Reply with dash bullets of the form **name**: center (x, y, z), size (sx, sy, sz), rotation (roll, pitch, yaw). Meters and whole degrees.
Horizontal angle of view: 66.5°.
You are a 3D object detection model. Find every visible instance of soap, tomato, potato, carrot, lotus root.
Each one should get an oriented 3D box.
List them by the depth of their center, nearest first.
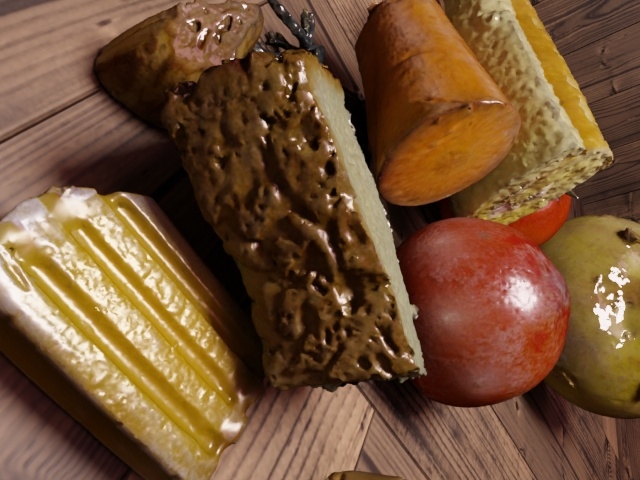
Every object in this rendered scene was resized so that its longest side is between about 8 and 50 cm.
- **soap**: center (-0.143, 0.064, 0.375), size (0.232, 0.073, 0.140), rotation (55, 37, -21)
- **lotus root**: center (-0.123, -0.165, 0.475), size (0.159, 0.135, 0.095), rotation (-25, 97, -41)
- **carrot**: center (0.125, -0.199, 0.650), size (0.196, 0.196, 0.254), rotation (19, 46, -48)
- **tomato**: center (0.214, 0.094, 0.684), size (0.265, 0.265, 0.264), rotation (26, 56, -45)
- **tomato**: center (0.343, -0.096, 0.937), size (0.224, 0.256, 0.255), rotation (71, 18, -63)
- **potato**: center (0.600, 0.154, 1.060), size (0.320, 0.385, 0.442), rotation (10, 55, -35)

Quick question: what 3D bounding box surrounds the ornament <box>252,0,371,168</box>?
- **ornament**: center (-0.017, -0.200, 0.655), size (0.236, 0.080, 0.202), rotation (46, 40, -34)

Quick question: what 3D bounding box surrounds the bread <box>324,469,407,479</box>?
- **bread**: center (0.010, 0.320, 0.411), size (0.241, 0.136, 0.107), rotation (-39, 109, -51)

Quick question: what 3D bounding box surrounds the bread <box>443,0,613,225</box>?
- **bread**: center (0.258, -0.224, 0.773), size (0.165, 0.236, 0.375), rotation (6, 61, -33)

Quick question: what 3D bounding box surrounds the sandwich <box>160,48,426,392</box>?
- **sandwich**: center (0.000, 0.000, 0.473), size (0.262, 0.131, 0.325), rotation (-63, 133, -75)
